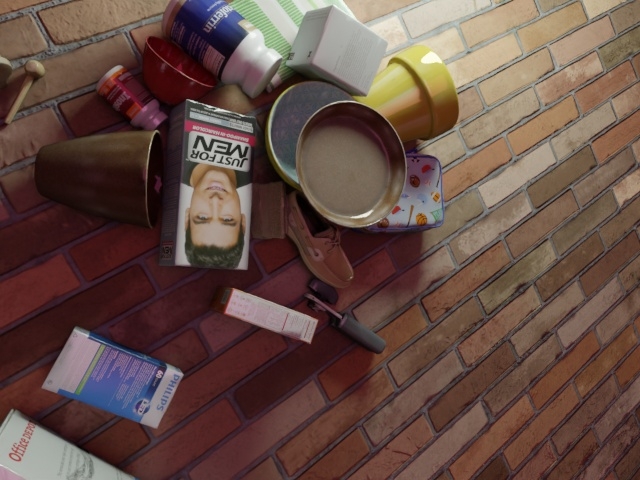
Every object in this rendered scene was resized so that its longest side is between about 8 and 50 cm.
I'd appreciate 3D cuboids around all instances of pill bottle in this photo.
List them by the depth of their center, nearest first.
[{"bbox_3d":[-0.433,-0.321,1.127,0.152,0.086,0.086,44,71,-16],"label":"pill bottle"},{"bbox_3d":[-0.231,-0.475,1.168,0.264,0.153,0.153,37,73,-7],"label":"pill bottle"}]

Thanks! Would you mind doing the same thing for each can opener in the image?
[{"bbox_3d":[0.074,0.206,1.340,0.283,0.076,0.095,36,74,-20],"label":"can opener"}]

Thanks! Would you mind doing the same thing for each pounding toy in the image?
[{"bbox_3d":[-0.693,-0.316,0.970,0.269,0.154,0.155,-30,100,-23],"label":"pounding toy"}]

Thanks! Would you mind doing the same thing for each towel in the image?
[{"bbox_3d":[-0.134,-0.077,1.248,0.027,0.109,0.148,0,89,-65],"label":"towel"},{"bbox_3d":[-0.094,-0.582,1.289,0.325,0.038,0.248,-43,100,-11],"label":"towel"}]

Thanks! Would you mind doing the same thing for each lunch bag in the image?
[{"bbox_3d":[0.220,-0.142,1.407,0.303,0.115,0.244,-3,86,-24],"label":"lunch bag"}]

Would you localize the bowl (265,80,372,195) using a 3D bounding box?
[{"bbox_3d":[-0.025,-0.252,1.273,0.289,0.156,0.290,1,88,-25],"label":"bowl"}]

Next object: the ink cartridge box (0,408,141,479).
[{"bbox_3d":[-0.499,0.531,0.945,0.395,0.285,0.166,41,73,-17],"label":"ink cartridge box"}]

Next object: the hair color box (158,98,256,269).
[{"bbox_3d":[-0.267,-0.120,1.160,0.185,0.113,0.375,6,85,-37],"label":"hair color box"}]

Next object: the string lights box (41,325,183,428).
[{"bbox_3d":[-0.458,0.307,1.089,0.259,0.076,0.134,30,76,-20],"label":"string lights box"}]

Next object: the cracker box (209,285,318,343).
[{"bbox_3d":[-0.142,0.182,1.198,0.232,0.155,0.067,25,77,-22],"label":"cracker box"}]

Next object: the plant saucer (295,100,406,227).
[{"bbox_3d":[0.073,-0.184,1.203,0.310,0.050,0.311,2,86,-25],"label":"plant saucer"}]

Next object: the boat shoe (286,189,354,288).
[{"bbox_3d":[0.000,0.000,1.289,0.302,0.098,0.109,53,44,-10],"label":"boat shoe"}]

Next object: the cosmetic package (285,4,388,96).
[{"bbox_3d":[0.040,-0.476,1.240,0.183,0.151,0.152,19,96,-33],"label":"cosmetic package"}]

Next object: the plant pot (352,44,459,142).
[{"bbox_3d":[0.214,-0.373,1.354,0.238,0.254,0.254,-29,100,-8],"label":"plant pot"}]

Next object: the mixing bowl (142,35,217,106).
[{"bbox_3d":[-0.346,-0.382,1.144,0.181,0.181,0.098,32,115,-20],"label":"mixing bowl"}]

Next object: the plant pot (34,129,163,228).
[{"bbox_3d":[-0.475,-0.141,1.053,0.230,0.215,0.216,4,86,-9],"label":"plant pot"}]
